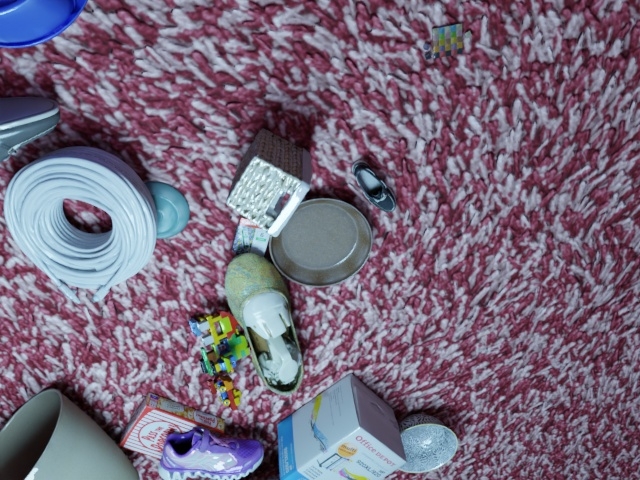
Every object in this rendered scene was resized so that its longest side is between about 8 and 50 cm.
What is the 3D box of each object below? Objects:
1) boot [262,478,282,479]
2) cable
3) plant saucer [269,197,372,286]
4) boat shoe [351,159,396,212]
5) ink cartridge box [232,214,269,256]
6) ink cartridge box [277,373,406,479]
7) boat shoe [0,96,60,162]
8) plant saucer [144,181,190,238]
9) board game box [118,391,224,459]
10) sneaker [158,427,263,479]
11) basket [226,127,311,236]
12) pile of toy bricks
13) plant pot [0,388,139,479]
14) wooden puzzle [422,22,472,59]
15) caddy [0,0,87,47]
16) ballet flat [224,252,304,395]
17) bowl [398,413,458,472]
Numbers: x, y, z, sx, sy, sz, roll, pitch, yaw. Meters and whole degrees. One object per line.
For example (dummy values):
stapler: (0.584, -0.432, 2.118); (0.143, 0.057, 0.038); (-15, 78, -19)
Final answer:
boot: (-0.269, 0.637, 1.324); (0.367, 0.146, 0.445); (31, 138, -34)
cable: (-0.409, -0.037, 1.010); (0.257, 0.089, 0.257); (-32, 113, 19)
plant saucer: (0.000, 0.000, 1.120); (0.198, 0.036, 0.199); (-3, 122, -5)
boat shoe: (0.102, -0.094, 1.073); (0.046, 0.038, 0.125); (-30, 119, 12)
ink cartridge box: (-0.125, -0.027, 1.094); (0.063, 0.029, 0.115); (12, 119, -13)
ink cartridge box: (0.045, 0.461, 1.322); (0.232, 0.168, 0.171); (-39, 116, 16)
boat shoe: (-0.573, -0.144, 0.910); (0.335, 0.112, 0.095); (-17, 132, -15)
plant saucer: (-0.302, -0.050, 1.066); (0.119, 0.021, 0.119); (-3, 120, -5)
board game box: (-0.342, 0.444, 1.341); (0.193, 0.045, 0.147); (27, 114, -20)
sneaker: (-0.246, 0.468, 1.291); (0.236, 0.095, 0.105); (-3, 113, -4)
basket: (-0.086, -0.104, 0.977); (0.103, 0.167, 0.113); (29, 113, -14)
pile of toy bricks: (-0.192, 0.233, 1.214); (0.105, 0.118, 0.212); (-21, 107, -26)
plant pot: (-0.535, 0.500, 1.242); (0.256, 0.256, 0.274); (-35, 123, 14)
wooden puzzle: (0.210, -0.331, 0.962); (0.083, 0.006, 0.049); (-10, 121, 0)
caddy: (-0.480, -0.393, 0.756); (0.341, 0.179, 0.241); (10, 97, -11)
ballet flat: (-0.097, 0.179, 1.151); (0.123, 0.123, 0.349); (-10, 127, 0)
bowl: (0.238, 0.474, 1.402); (0.170, 0.080, 0.170); (-3, 122, -5)
